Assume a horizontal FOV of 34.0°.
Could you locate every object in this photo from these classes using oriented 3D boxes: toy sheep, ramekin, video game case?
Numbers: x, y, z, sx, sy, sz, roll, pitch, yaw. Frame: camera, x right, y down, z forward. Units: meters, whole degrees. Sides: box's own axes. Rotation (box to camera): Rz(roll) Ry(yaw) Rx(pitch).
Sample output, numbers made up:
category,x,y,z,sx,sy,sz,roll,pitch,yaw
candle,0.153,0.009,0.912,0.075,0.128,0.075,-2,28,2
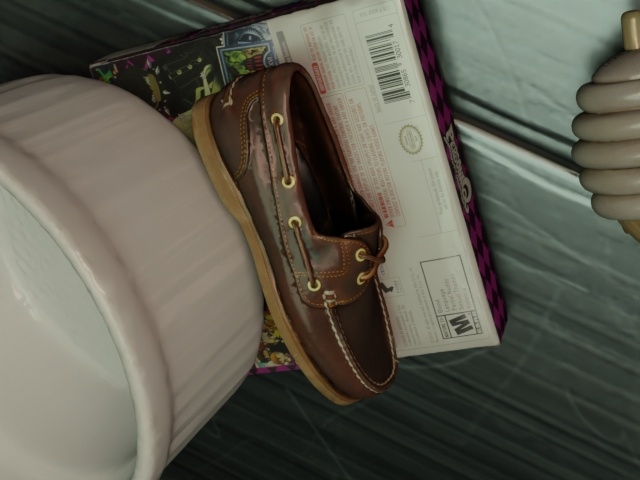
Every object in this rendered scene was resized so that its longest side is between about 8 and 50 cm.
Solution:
category,x,y,z,sx,sy,sz,roll,pitch,yaw
toy sheep,0.177,-0.057,0.556,0.091,0.091,0.132,-9,97,23
ramekin,-0.168,0.030,0.656,0.277,0.135,0.277,18,125,28
video game case,-0.012,-0.029,0.658,0.210,0.042,0.232,-11,110,24

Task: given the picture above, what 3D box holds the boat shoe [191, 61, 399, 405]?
category,x,y,z,sx,sy,sz,roll,pitch,yaw
boat shoe,0.000,0.000,0.599,0.073,0.073,0.207,-18,107,28
